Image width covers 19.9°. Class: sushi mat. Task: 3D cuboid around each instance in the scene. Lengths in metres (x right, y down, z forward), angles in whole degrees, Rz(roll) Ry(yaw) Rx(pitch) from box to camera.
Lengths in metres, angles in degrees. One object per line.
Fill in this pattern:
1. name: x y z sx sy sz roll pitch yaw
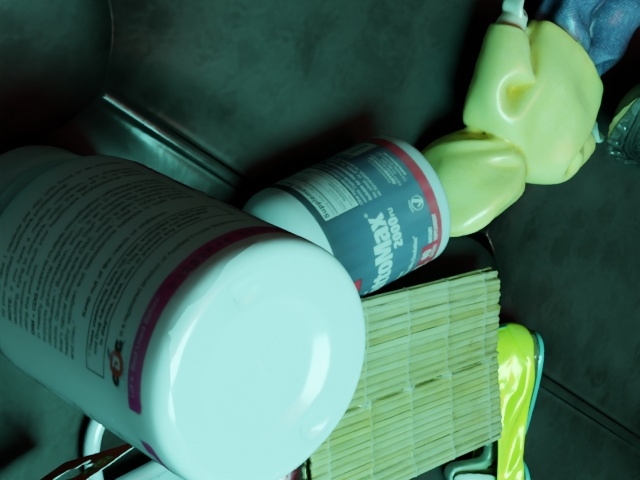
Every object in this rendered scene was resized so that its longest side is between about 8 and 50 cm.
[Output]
1. sushi mat: 0.067 0.111 1.421 0.316 0.019 0.151 -11 102 -58

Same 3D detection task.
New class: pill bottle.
1. pill bottle: -0.117 0.037 1.166 0.160 0.283 0.160 -17 117 -36
2. pill bottle: 0.000 0.000 1.376 0.180 0.108 0.108 -27 123 -30

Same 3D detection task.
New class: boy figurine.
1. boy figurine: 0.179 -0.116 1.499 0.285 0.092 0.177 -56 133 -9

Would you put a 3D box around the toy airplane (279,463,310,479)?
1. toy airplane: -0.045 0.208 1.309 0.151 0.028 0.151 -8 101 -43

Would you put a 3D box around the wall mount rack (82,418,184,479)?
1. wall mount rack: -0.122 0.286 1.366 0.304 0.130 0.350 -26 121 -31

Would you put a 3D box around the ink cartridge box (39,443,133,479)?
1. ink cartridge box: -0.247 0.185 1.180 0.232 0.189 0.066 -40 97 -26

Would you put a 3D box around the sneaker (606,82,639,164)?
1. sneaker: 0.310 -0.113 1.577 0.271 0.100 0.108 17 77 -71

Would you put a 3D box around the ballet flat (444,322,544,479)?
1. ballet flat: 0.148 0.183 1.612 0.077 0.077 0.231 -3 107 -18
